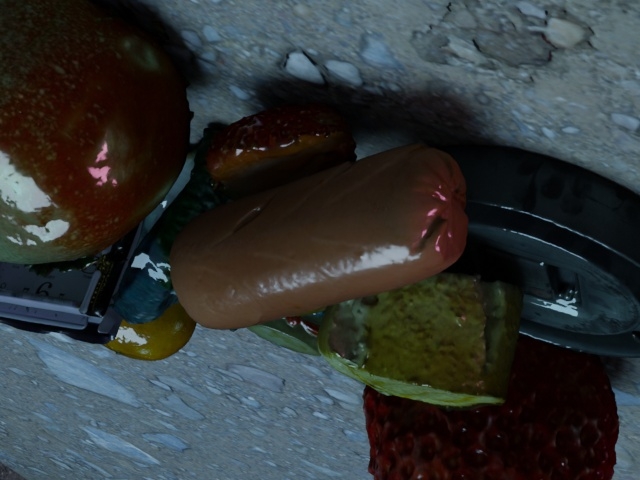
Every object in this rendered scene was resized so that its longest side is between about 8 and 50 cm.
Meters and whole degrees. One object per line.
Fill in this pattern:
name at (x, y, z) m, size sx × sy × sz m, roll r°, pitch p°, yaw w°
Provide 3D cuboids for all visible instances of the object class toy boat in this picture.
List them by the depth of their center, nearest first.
toy boat at (-0.034, 0.092, 2.170) m, size 0.185 × 0.071 × 0.089 m, roll 23°, pitch 159°, yaw -2°

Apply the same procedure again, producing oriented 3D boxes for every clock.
clock at (0.209, 0.014, 1.690) m, size 0.319 × 0.066 × 0.319 m, roll 20°, pitch 161°, yaw 7°
clock at (-0.301, 0.017, 2.106) m, size 0.253 × 0.186 × 0.083 m, roll 7°, pitch 161°, yaw 40°

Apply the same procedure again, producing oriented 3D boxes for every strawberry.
strawberry at (-0.035, -0.083, 1.663) m, size 0.140 × 0.085 × 0.192 m, roll 9°, pitch 153°, yaw 2°
strawberry at (0.180, 0.237, 1.965) m, size 0.292 × 0.309 × 0.291 m, roll 16°, pitch 160°, yaw 6°

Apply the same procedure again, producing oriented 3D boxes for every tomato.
tomato at (-0.276, -0.105, 1.660) m, size 0.304 × 0.239 × 0.303 m, roll 18°, pitch 157°, yaw 8°

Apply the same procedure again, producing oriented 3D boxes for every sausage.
sausage at (0.001, 0.000, 1.593) m, size 0.304 × 0.121 × 0.121 m, roll -16°, pitch 139°, yaw 38°

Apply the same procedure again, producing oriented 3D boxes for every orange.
orange at (-0.240, 0.095, 2.336) m, size 0.156 × 0.124 × 0.156 m, roll 20°, pitch 157°, yaw 9°

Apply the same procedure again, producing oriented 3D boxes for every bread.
bread at (0.090, 0.089, 1.721) m, size 0.186 × 0.124 × 0.257 m, roll 18°, pitch 170°, yaw -8°

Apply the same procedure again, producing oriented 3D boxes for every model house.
model house at (-0.056, 0.028, 1.882) m, size 0.291 × 0.184 × 0.253 m, roll 21°, pitch 157°, yaw -9°

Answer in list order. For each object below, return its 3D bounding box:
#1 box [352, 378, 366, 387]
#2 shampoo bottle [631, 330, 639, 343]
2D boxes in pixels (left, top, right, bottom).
box at (0.077, 0.178, 2.329) m, size 0.051 × 0.036 × 0.117 m, roll 5°, pitch 155°, yaw 42°
shampoo bottle at (0.402, 0.078, 1.519) m, size 0.101 × 0.101 × 0.284 m, roll 35°, pitch 148°, yaw -32°
